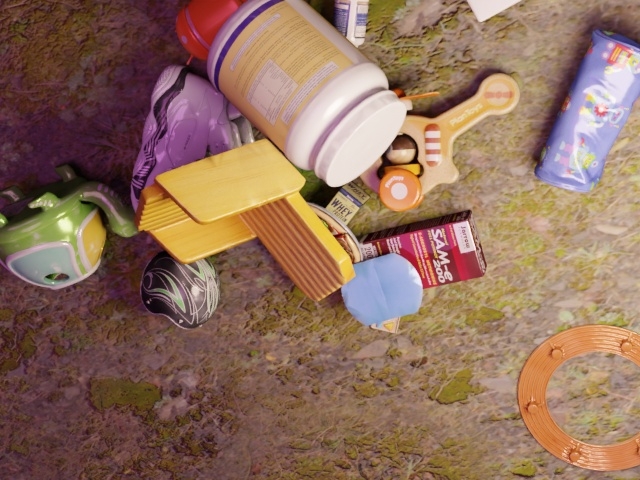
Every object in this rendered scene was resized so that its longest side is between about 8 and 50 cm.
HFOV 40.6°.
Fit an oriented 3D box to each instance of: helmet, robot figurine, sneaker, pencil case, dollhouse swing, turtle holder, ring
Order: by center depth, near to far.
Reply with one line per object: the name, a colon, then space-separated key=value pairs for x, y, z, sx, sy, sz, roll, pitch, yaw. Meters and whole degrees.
pencil case: x=0.510 y=-0.234 z=1.602 sx=0.133 sy=0.119 sz=0.306 roll=19 pitch=112 yaw=-1
dollhouse swing: x=-0.157 y=0.015 z=1.710 sx=0.315 sy=0.347 sz=0.305 roll=-22 pitch=84 yaw=-20
robot figurine: x=-0.199 y=-0.445 z=1.741 sx=0.219 sy=0.128 sz=0.158 roll=-29 pitch=114 yaw=22
ring: x=0.583 y=0.335 z=1.808 sx=0.337 sy=0.032 sz=0.336 roll=5 pitch=108 yaw=15
sneaker: x=-0.269 y=-0.174 z=1.842 sx=0.210 sy=0.137 sz=0.366 roll=19 pitch=108 yaw=13
helmet: x=-0.301 y=0.107 z=1.929 sx=0.161 sy=0.169 sz=0.169 roll=16 pitch=112 yaw=29
turtle holder: x=-0.578 y=-0.032 z=1.952 sx=0.320 sy=0.243 sz=0.227 roll=-29 pitch=115 yaw=-11

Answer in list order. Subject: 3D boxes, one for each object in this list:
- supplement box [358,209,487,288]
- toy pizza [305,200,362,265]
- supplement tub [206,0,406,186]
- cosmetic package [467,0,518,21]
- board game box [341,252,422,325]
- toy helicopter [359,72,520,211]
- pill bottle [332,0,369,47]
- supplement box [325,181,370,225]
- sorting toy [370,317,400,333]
supplement box: x=0.211 y=0.031 z=1.799 sx=0.239 sy=0.073 sz=0.130 roll=-14 pitch=104 yaw=20
toy pizza: x=0.000 y=0.000 z=1.813 sx=0.201 sy=0.032 sz=0.201 roll=31 pitch=150 yaw=20
supplement tub: x=-0.026 y=-0.285 z=1.627 sx=0.331 sy=0.241 sz=0.241 roll=46 pitch=115 yaw=17
cosmetic package: x=0.404 y=-0.568 z=1.510 sx=0.385 sy=0.156 sz=0.217 roll=-24 pitch=99 yaw=23
board game box: x=0.128 y=0.097 z=1.791 sx=0.169 sy=0.033 sz=0.133 roll=-18 pitch=98 yaw=17
toy helicopter: x=0.223 y=-0.227 z=1.707 sx=0.355 sy=0.140 sz=0.235 roll=-32 pitch=87 yaw=12
pill bottle: x=0.057 y=-0.422 z=1.705 sx=0.067 sy=0.067 sz=0.120 roll=11 pitch=110 yaw=13
supplement box: x=0.051 y=-0.070 z=1.809 sx=0.056 sy=0.083 sz=0.083 roll=39 pitch=112 yaw=3
sorting toy: x=0.144 y=0.161 z=1.893 sx=0.062 sy=0.012 sz=0.083 roll=15 pitch=111 yaw=12
